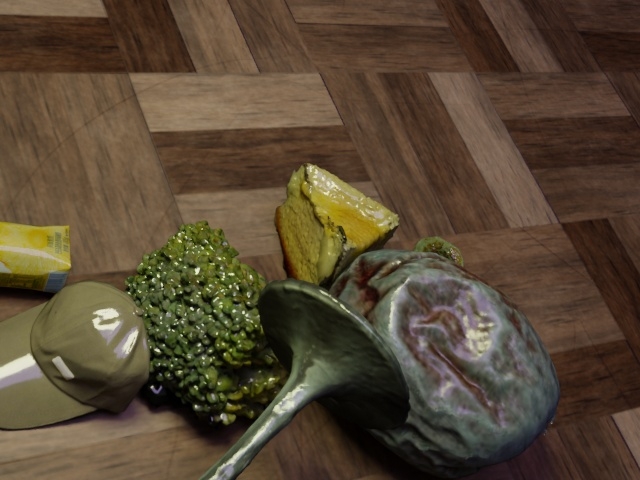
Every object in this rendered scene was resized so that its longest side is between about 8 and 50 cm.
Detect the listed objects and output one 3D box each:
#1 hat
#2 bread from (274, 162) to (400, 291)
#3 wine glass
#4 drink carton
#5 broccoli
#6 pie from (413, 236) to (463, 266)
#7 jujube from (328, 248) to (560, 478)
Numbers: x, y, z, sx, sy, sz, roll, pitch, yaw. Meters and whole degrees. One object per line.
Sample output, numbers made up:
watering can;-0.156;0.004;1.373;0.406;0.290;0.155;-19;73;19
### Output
hat;-0.297;0.120;1.154;0.173;0.144;0.166;-9;62;-47
bread;0.000;0.000;1.397;0.169;0.140;0.160;32;35;2
wine glass;-0.107;0.235;0.987;0.267;0.267;0.406;42;61;6
drink carton;-0.396;0.014;1.214;0.200;0.074;0.084;7;52;-23
broccoli;-0.099;0.080;1.253;0.273;0.180;0.242;-18;65;-38
pie;0.179;0.027;1.559;0.085;0.017;0.085;15;50;-19
jujube;0.134;0.149;1.303;0.246;0.215;0.308;-41;89;-20
